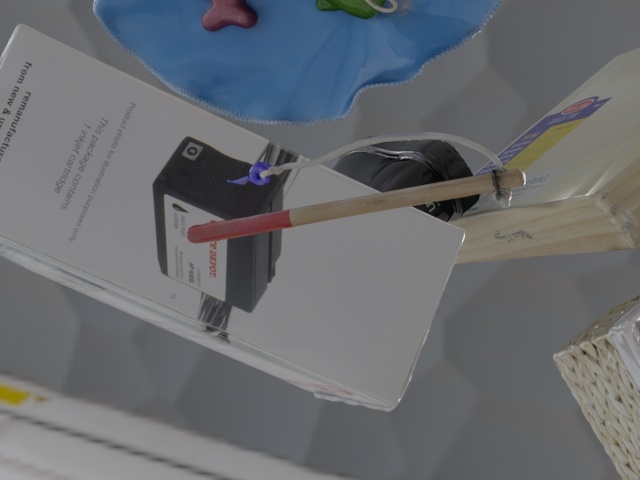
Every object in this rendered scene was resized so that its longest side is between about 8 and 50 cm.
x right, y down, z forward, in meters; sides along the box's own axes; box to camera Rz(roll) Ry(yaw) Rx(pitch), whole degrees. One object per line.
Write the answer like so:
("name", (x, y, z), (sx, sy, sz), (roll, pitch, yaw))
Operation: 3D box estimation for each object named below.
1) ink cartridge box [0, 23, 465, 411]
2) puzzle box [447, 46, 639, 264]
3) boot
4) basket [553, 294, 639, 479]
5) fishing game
("ink cartridge box", (-0.091, -0.008, 1.015), (0.307, 0.129, 0.223), (25, 172, -12))
("puzzle box", (0.249, -0.086, 1.247), (0.272, 0.052, 0.409), (-39, -173, -12))
("boot", (0.000, 0.000, 1.286), (0.207, 0.094, 0.246), (-34, -170, -17))
("basket", (0.282, 0.122, 1.223), (0.113, 0.167, 0.103), (-31, -177, -34))
("fishing game", (-0.013, -0.130, 0.548), (0.189, 0.264, 0.041), (-9, -171, 19))
